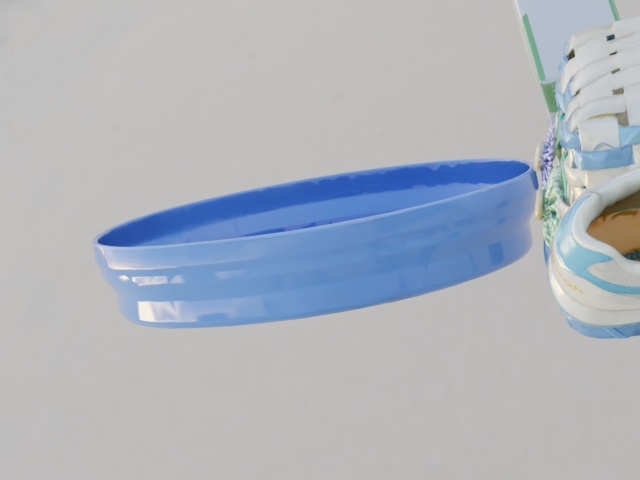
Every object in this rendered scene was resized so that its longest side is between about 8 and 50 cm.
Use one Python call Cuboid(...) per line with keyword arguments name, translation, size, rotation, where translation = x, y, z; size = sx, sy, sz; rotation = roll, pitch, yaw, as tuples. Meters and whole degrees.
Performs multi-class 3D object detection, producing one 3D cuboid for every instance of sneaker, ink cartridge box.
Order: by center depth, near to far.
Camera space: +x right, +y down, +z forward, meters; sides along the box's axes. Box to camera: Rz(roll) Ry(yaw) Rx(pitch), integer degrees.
Cuboid(name="sneaker", translation=(0.242, -0.014, 0.979), size=(0.228, 0.087, 0.092), rotation=(-18, -22, -4))
Cuboid(name="ink cartridge box", translation=(0.250, -0.159, 1.657), size=(0.093, 0.212, 0.154), rotation=(-18, 57, 9))

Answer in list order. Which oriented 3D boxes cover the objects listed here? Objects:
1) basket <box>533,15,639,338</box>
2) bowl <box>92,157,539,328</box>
Cuboid(name="basket", translation=(0.258, -0.005, 1.224), size=(0.201, 0.289, 0.255), rotation=(-15, 24, 15))
Cuboid(name="bowl", translation=(0.000, 0.000, 1.520), size=(0.391, 0.077, 0.391), rotation=(-10, 7, 1))
